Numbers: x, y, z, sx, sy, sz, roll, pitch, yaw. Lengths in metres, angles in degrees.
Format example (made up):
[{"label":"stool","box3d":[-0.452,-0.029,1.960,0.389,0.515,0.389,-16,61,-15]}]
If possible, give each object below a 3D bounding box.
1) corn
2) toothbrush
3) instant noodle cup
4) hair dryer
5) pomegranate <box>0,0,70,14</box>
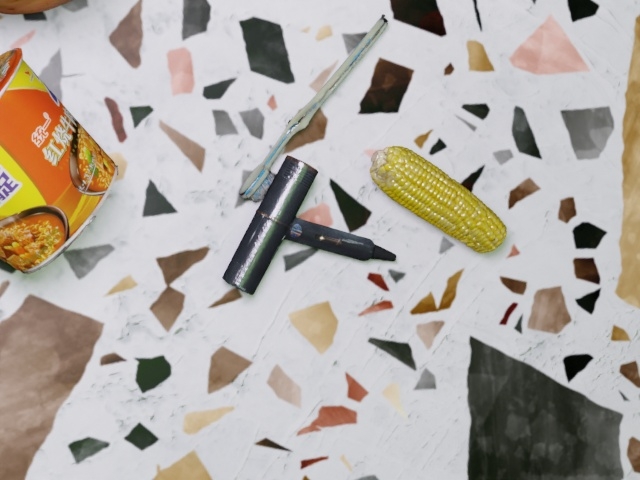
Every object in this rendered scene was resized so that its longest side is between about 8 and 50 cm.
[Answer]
[{"label":"corn","box3d":[0.147,-0.051,1.788,0.206,0.067,0.067,34,81,-19]},{"label":"toothbrush","box3d":[-0.007,-0.166,1.755,0.028,0.026,0.294,41,79,-34]},{"label":"instant noodle cup","box3d":[-0.337,-0.078,1.563,0.174,0.213,0.213,43,78,-24]},{"label":"hair dryer","box3d":[-0.003,0.015,1.752,0.195,0.050,0.173,30,90,-24]},{"label":"pomegranate","box3d":[-0.352,-0.389,1.497,0.338,0.338,0.338,0,91,-19]}]
